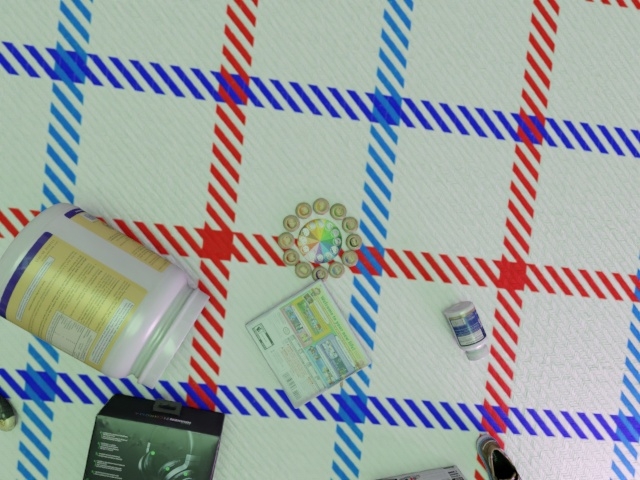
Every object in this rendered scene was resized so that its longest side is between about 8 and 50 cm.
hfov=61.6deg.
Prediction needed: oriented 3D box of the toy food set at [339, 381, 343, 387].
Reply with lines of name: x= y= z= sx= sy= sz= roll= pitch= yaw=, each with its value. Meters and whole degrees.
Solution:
toy food set: x=-0.011 y=0.289 z=1.178 sx=0.122 sy=0.019 sz=0.078 roll=3 pitch=92 yaw=0

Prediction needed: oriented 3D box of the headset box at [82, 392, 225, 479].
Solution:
headset box: x=-0.342 y=0.468 z=1.094 sx=0.246 sy=0.131 sz=0.283 roll=12 pitch=91 yaw=-6

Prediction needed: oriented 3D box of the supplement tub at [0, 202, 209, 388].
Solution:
supplement tub: x=-0.405 y=0.108 z=1.016 sx=0.331 sy=0.241 sz=0.241 roll=32 pitch=89 yaw=-6

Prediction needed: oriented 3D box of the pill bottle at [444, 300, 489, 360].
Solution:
pill bottle: x=0.326 y=0.200 z=1.184 sx=0.067 sy=0.067 sz=0.120 roll=-24 pitch=95 yaw=-4

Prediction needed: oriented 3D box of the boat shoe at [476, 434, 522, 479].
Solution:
boat shoe: x=0.413 y=0.530 z=1.209 sx=0.066 sy=0.066 sz=0.183 roll=-34 pitch=96 yaw=-3

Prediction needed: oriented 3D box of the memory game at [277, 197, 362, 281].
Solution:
memory game: x=0.000 y=0.000 z=1.167 sx=0.186 sy=0.012 sz=0.186 roll=0 pitch=93 yaw=-6

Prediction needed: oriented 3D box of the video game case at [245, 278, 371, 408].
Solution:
video game case: x=-0.026 y=0.221 z=1.155 sx=0.193 sy=0.023 sz=0.212 roll=-31 pitch=89 yaw=0

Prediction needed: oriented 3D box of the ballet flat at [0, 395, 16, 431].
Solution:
ballet flat: x=-0.689 y=0.324 z=1.091 sx=0.057 sy=0.049 sz=0.173 roll=-39 pitch=96 yaw=-2

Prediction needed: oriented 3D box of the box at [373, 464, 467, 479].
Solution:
box: x=0.217 y=0.547 z=1.166 sx=0.207 sy=0.114 sz=0.036 roll=-8 pitch=94 yaw=-5
